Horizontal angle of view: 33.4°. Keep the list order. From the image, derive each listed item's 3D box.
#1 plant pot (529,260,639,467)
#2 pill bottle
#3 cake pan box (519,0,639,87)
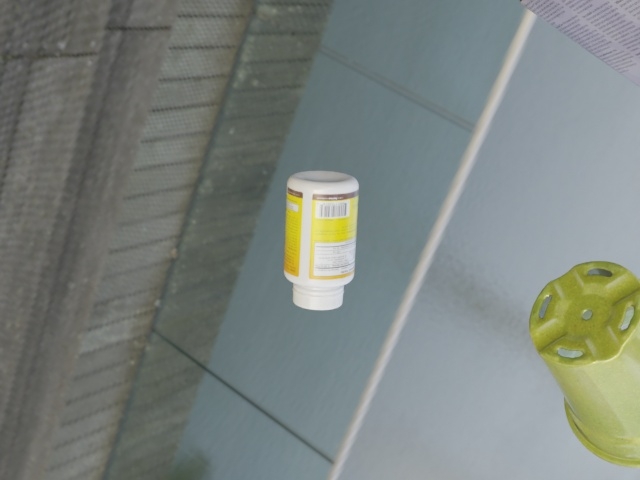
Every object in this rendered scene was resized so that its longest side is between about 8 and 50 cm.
[{"bbox_3d":[0.452,0.171,1.632,0.276,0.276,0.254,-54,130,-8],"label":"plant pot"},{"bbox_3d":[0.000,0.000,1.745,0.117,0.117,0.215,-19,117,-54],"label":"pill bottle"},{"bbox_3d":[0.305,-0.179,0.892,0.070,0.246,0.267,-58,-178,1],"label":"cake pan box"}]
